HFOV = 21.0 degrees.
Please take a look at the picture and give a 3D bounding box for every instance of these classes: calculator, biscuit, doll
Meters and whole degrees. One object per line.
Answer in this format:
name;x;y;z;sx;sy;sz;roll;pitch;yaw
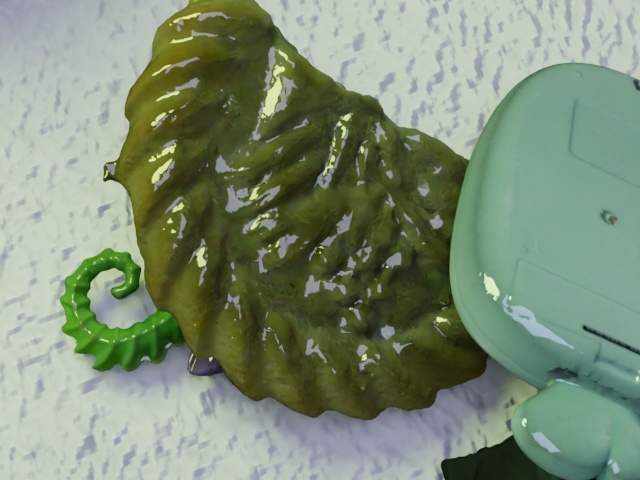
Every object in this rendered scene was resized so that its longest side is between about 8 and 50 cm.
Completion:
calculator;0.160;0.011;0.943;0.184;0.042;0.295;24;46;-10
biscuit;0.000;0.000;0.945;0.273;0.036;0.187;35;76;-18
doll;-0.057;0.012;0.976;0.190;0.050;0.115;-34;84;-12

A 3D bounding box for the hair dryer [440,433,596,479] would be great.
hair dryer;0.220;0.200;0.935;0.302;0.116;0.244;-8;75;-20
